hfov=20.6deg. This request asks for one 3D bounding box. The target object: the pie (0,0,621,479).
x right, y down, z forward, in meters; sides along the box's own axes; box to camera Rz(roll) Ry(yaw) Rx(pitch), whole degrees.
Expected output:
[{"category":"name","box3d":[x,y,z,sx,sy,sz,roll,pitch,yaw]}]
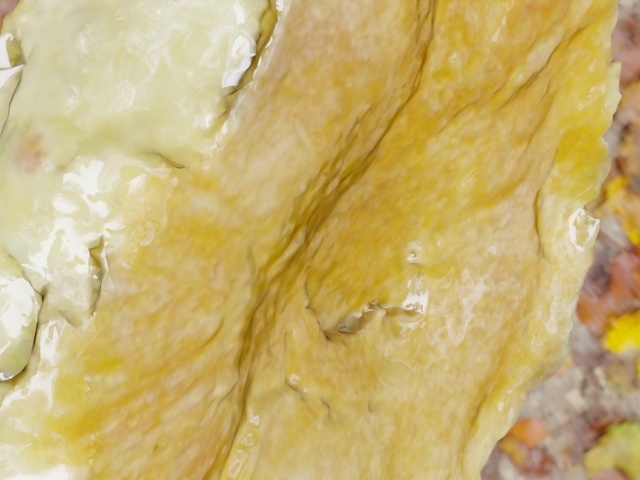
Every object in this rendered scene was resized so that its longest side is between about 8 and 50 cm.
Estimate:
[{"category":"pie","box3d":[0.000,0.000,0.592,0.339,0.083,0.340,-29,131,-40]}]
